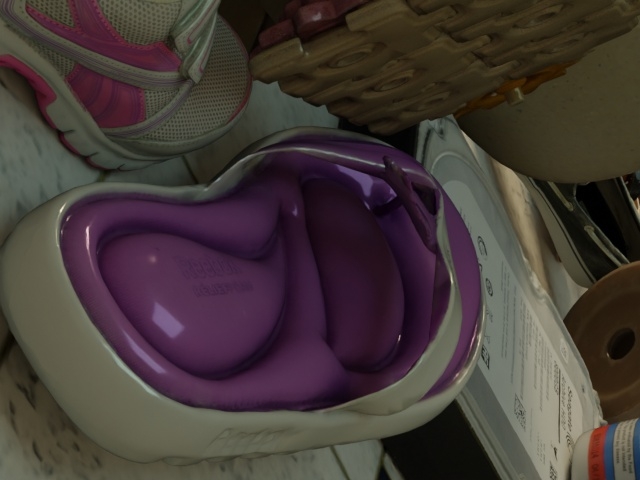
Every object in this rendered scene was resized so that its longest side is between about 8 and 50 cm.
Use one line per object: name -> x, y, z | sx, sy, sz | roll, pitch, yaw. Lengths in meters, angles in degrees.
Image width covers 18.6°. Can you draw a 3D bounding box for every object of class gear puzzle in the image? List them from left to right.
gear puzzle -> 0.082, -0.112, 1.013 | 0.044, 0.175, 0.339 | 69, 14, 10

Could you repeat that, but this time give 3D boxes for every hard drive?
hard drive -> 0.103, 0.086, 1.254 | 0.237, 0.064, 0.339 | -81, 148, -50

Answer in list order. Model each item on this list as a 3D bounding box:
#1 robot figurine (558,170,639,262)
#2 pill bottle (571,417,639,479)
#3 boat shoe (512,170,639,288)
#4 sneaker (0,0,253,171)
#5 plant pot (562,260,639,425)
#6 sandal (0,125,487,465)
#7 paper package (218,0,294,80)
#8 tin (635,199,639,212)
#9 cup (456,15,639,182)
robot figurine -> 0.252, -0.123, 1.702 | 0.211, 0.085, 0.291 | 6, 65, -29
pill bottle -> 0.284, 0.159, 1.257 | 0.124, 0.221, 0.124 | 51, 30, -46
boat shoe -> 0.199, -0.063, 1.548 | 0.078, 0.070, 0.219 | -39, 104, -32
sneaker -> -0.082, -0.106, 0.847 | 0.252, 0.111, 0.103 | 29, 48, -63
plant pot -> 0.299, 0.131, 1.526 | 0.229, 0.263, 0.263 | 34, 39, -31
sandal -> 0.009, 0.013, 0.919 | 0.169, 0.102, 0.416 | 56, 25, 5
paper package -> -0.035, -0.307, 1.050 | 0.325, 0.168, 0.309 | -88, 154, -43
tin -> 0.250, -0.090, 1.815 | 0.190, 0.040, 0.106 | 66, 25, -17
cup -> 0.142, -0.235, 1.298 | 0.237, 0.331, 0.331 | 29, 45, -41
